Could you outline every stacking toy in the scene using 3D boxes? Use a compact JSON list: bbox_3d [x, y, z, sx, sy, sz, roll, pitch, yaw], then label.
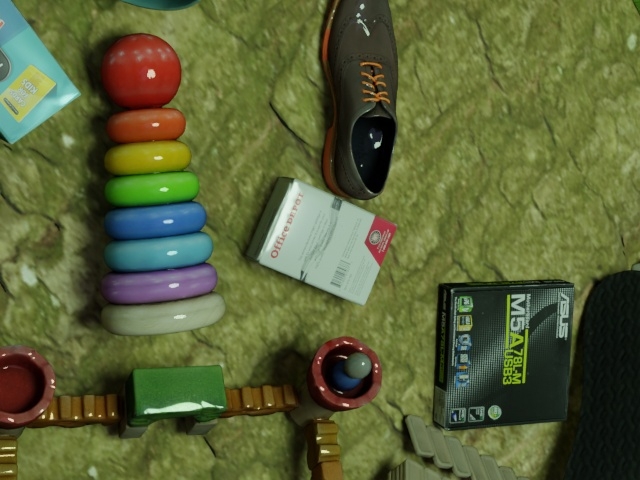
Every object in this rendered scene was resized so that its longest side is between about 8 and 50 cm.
[{"bbox_3d":[-0.190,-0.065,1.313,0.141,0.141,0.330,-7,96,-20],"label":"stacking toy"}]

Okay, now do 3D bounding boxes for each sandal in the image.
[{"bbox_3d":[0.410,0.262,1.519,0.107,0.168,0.445,19,75,-32],"label":"sandal"}]

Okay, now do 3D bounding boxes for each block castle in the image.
[{"bbox_3d":[-0.142,0.266,1.269,0.453,0.213,0.303,1,66,-20],"label":"block castle"}]

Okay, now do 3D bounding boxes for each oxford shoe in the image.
[{"bbox_3d":[0.061,-0.182,1.403,0.097,0.098,0.271,-4,99,-20],"label":"oxford shoe"}]

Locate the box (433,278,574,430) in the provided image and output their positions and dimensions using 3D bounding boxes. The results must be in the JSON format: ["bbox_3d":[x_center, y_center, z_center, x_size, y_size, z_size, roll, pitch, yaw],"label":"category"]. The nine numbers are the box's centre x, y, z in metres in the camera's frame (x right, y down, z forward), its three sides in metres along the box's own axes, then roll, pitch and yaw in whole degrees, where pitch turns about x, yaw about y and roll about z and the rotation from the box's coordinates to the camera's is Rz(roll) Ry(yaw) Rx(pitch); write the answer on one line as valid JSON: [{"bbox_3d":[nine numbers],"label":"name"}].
[{"bbox_3d":[0.242,0.148,1.545,0.184,0.045,0.190,0,98,-18],"label":"box"}]

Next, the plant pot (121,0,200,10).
[{"bbox_3d":[-0.181,-0.420,1.191,0.293,0.293,0.235,37,68,-21],"label":"plant pot"}]

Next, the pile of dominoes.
[{"bbox_3d":[0.194,0.351,1.507,0.251,0.196,0.040,31,126,-22],"label":"pile of dominoes"}]

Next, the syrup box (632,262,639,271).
[{"bbox_3d":[0.555,0.075,1.615,0.237,0.093,0.096,3,79,-21],"label":"syrup box"}]

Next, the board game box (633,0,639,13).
[{"bbox_3d":[0.464,-0.302,1.541,0.043,0.092,0.181,-38,108,-13],"label":"board game box"}]

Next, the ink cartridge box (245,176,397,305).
[{"bbox_3d":[0.000,0.000,1.424,0.150,0.063,0.109,24,89,-21],"label":"ink cartridge box"}]

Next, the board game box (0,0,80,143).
[{"bbox_3d":[-0.359,-0.220,1.113,0.079,0.336,0.253,-39,108,-11],"label":"board game box"}]
